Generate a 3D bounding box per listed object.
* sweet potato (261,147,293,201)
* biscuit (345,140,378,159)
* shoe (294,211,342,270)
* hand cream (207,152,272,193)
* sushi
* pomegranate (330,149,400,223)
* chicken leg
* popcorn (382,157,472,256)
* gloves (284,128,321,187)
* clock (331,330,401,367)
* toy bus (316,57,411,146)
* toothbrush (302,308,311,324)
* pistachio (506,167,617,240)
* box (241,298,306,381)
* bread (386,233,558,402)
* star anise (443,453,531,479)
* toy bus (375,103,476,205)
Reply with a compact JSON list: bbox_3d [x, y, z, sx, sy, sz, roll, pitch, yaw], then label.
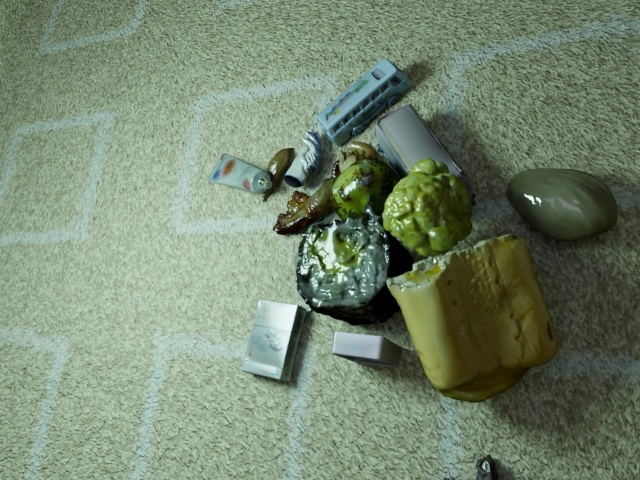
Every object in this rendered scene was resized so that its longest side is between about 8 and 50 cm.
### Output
[{"bbox_3d":[-0.160,-0.242,2.013,0.068,0.068,0.226,22,81,29],"label":"sweet potato"},{"bbox_3d":[0.120,-0.222,1.902,0.145,0.033,0.224,20,80,29],"label":"biscuit"},{"bbox_3d":[0.000,0.000,1.830,0.103,0.100,0.251,34,83,30],"label":"shoe"},{"bbox_3d":[-0.286,-0.234,2.040,0.341,0.078,0.124,22,81,43],"label":"hand cream"},{"bbox_3d":[0.103,0.089,1.637,0.300,0.294,0.281,-18,65,15],"label":"sushi"},{"bbox_3d":[0.121,-0.174,1.763,0.222,0.204,0.276,-31,81,20],"label":"pomegranate"},{"bbox_3d":[-0.031,-0.128,1.891,0.323,0.083,0.177,-33,44,23],"label":"chicken leg"},{"bbox_3d":[0.283,-0.078,1.504,0.235,0.250,0.241,-39,84,24],"label":"popcorn"},{"bbox_3d":[-0.049,-0.279,1.954,0.119,0.097,0.229,-11,55,55],"label":"gloves"},{"bbox_3d":[0.128,0.305,1.598,0.150,0.197,0.063,3,73,24],"label":"clock"},{"bbox_3d":[0.142,-0.467,1.927,0.330,0.136,0.109,-40,62,6],"label":"toy bus"},{"bbox_3d":[-0.031,0.222,1.806,0.014,0.011,0.167,29,83,24],"label":"toothbrush"},{"bbox_3d":[0.648,-0.105,1.548,0.288,0.166,0.197,33,100,29],"label":"pistachio"},{"bbox_3d":[-0.144,0.307,1.783,0.150,0.067,0.233,5,74,31],"label":"box"},{"bbox_3d":[0.379,0.205,1.457,0.361,0.250,0.393,-19,92,-8],"label":"bread"},{"bbox_3d":[0.399,0.640,1.411,0.214,0.099,0.219,17,77,18],"label":"star anise"},{"bbox_3d":[0.310,-0.234,1.751,0.171,0.162,0.386,-33,61,7],"label":"toy bus"}]
